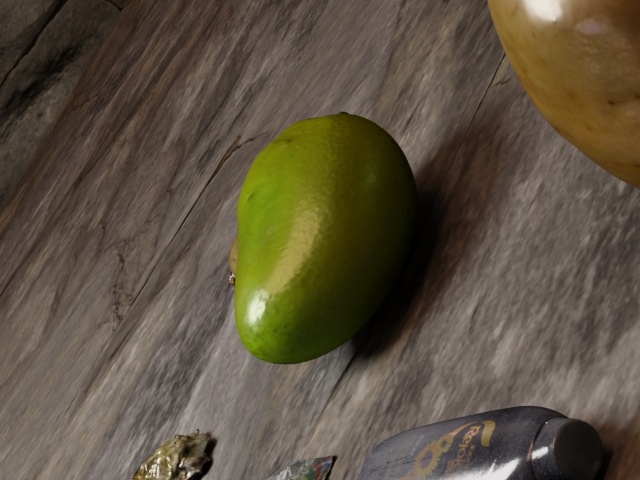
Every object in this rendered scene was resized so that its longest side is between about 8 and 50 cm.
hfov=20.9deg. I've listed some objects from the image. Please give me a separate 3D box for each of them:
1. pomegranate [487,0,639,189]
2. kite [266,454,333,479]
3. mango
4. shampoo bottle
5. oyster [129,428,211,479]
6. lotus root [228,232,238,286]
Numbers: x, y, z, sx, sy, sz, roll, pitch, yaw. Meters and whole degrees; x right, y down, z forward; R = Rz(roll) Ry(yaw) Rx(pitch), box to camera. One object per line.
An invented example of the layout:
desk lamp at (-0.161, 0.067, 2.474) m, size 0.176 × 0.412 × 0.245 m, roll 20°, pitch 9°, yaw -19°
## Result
pomegranate at (0.263, -0.184, 1.036) m, size 0.338 × 0.338 × 0.338 m, roll -45°, pitch 20°, yaw 21°
kite at (-0.074, 0.298, 1.443) m, size 0.152 × 0.015 × 0.285 m, roll -33°, pitch 26°, yaw 45°
mango at (0.006, -0.006, 1.606) m, size 0.185 × 0.149 × 0.273 m, roll -36°, pitch 30°, yaw 24°
shampoo bottle at (0.107, 0.161, 1.215) m, size 0.233 × 0.049 × 0.087 m, roll -22°, pitch 38°, yaw 56°
oyster at (-0.169, 0.247, 1.711) m, size 0.108 × 0.053 × 0.166 m, roll -1°, pitch 46°, yaw 54°
lotus root at (-0.054, -0.004, 1.874) m, size 0.152 × 0.063 × 0.072 m, roll -47°, pitch 9°, yaw 26°
